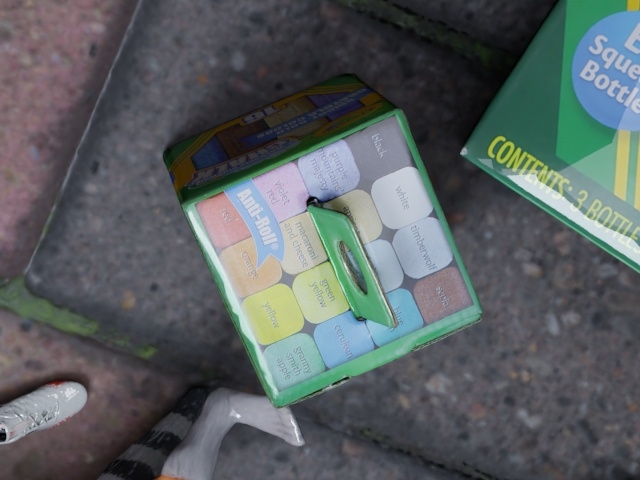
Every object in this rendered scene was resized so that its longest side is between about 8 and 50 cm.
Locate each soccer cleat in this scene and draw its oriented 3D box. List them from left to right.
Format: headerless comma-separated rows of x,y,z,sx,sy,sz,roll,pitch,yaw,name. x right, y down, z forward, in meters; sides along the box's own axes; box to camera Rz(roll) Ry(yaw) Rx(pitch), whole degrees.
-0.182,0.109,1.129,0.083,0.035,0.029,-17,104,-3,soccer cleat

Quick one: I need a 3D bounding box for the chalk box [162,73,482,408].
0.000,0.000,1.037,0.132,0.213,0.132,-23,104,-2,chalk box

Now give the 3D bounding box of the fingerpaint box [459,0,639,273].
0.363,-0.082,1.038,0.445,0.163,0.371,34,96,3,fingerpaint box

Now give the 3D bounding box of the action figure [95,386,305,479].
-0.160,0.247,1.093,0.330,0.341,0.178,-30,67,-21,action figure
